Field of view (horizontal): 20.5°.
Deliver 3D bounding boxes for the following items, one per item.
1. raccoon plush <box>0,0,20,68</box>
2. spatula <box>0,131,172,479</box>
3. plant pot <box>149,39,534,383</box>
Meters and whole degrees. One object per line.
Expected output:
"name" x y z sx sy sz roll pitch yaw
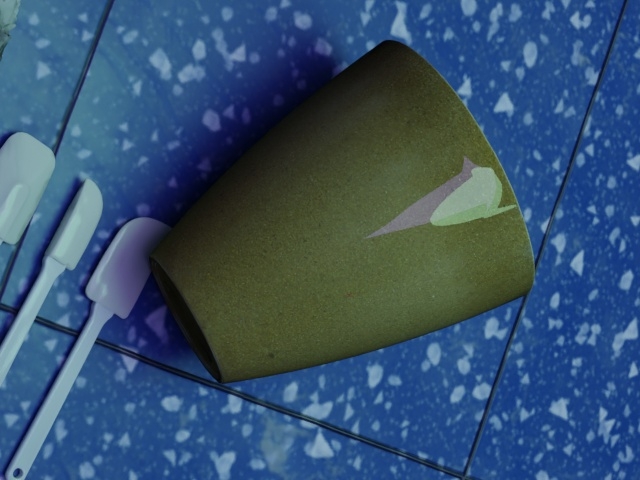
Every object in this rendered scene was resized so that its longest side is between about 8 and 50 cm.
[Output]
"raccoon plush" -0.298 -0.016 1.154 0.216 0.299 0.446 21 84 -33
"spatula" -0.232 0.056 1.377 0.168 0.019 0.242 36 77 -37
"plant pot" 0.000 0.000 1.417 0.254 0.237 0.237 -28 111 -12
